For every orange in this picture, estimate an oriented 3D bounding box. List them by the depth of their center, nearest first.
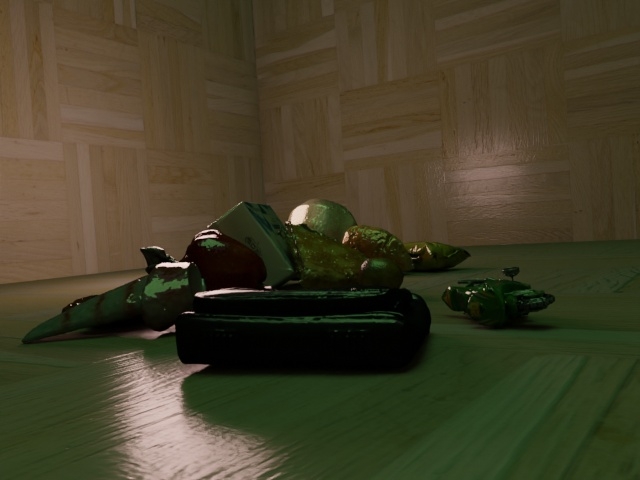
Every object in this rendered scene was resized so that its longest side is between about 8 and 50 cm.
[{"bbox_3d":[0.124,0.075,1.200,0.095,0.085,0.085,-6,1,-1],"label":"orange"}]

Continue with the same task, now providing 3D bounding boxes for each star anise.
[{"bbox_3d":[-0.325,0.089,1.383,0.213,0.129,0.282,8,12,5],"label":"star anise"}]

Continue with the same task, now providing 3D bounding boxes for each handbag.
[{"bbox_3d":[-0.010,0.096,0.710,0.276,0.088,0.244,-5,-3,15],"label":"handbag"}]

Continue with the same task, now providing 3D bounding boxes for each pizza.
[{"bbox_3d":[0.004,0.038,1.352,0.280,0.075,0.288,5,26,-38],"label":"pizza"}]

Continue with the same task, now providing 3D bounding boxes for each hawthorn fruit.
[{"bbox_3d":[-0.209,0.068,1.211,0.179,0.173,0.174,32,-20,-33],"label":"hawthorn fruit"}]

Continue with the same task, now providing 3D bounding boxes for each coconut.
[{"bbox_3d":[0.000,0.000,1.961,0.245,0.247,0.245,12,-22,5],"label":"coconut"}]

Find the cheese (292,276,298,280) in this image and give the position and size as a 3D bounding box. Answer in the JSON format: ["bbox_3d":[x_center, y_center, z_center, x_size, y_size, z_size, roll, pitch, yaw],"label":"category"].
[{"bbox_3d":[-0.019,0.092,1.596,0.163,0.036,0.086,-1,-14,18],"label":"cheese"}]

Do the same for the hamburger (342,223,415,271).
[{"bbox_3d":[0.165,0.036,1.722,0.136,0.155,0.208,-11,13,-43],"label":"hamburger"}]

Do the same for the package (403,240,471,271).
[{"bbox_3d":[0.320,0.048,1.774,0.168,0.090,0.226,-1,2,-38],"label":"package"}]

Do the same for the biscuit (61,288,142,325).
[{"bbox_3d":[-0.390,0.129,1.144,0.209,0.041,0.290,-7,5,-16],"label":"biscuit"}]

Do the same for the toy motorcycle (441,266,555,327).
[{"bbox_3d":[0.246,0.085,0.828,0.106,0.074,0.190,-13,2,-8],"label":"toy motorcycle"}]

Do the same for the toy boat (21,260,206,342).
[{"bbox_3d":[-0.336,0.110,0.963,0.283,0.096,0.206,-18,20,-5],"label":"toy boat"}]

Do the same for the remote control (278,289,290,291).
[{"bbox_3d":[-0.040,0.103,0.973,0.313,0.054,0.109,-4,1,-40],"label":"remote control"}]

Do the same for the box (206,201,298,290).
[{"bbox_3d":[-0.140,0.018,1.437,0.116,0.203,0.274,-36,-4,8],"label":"box"}]
